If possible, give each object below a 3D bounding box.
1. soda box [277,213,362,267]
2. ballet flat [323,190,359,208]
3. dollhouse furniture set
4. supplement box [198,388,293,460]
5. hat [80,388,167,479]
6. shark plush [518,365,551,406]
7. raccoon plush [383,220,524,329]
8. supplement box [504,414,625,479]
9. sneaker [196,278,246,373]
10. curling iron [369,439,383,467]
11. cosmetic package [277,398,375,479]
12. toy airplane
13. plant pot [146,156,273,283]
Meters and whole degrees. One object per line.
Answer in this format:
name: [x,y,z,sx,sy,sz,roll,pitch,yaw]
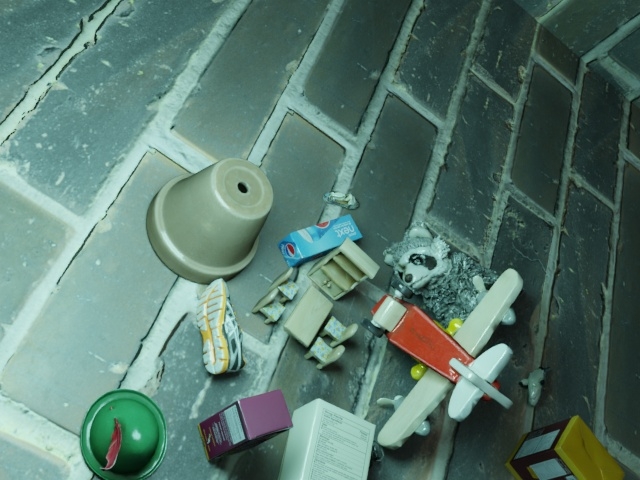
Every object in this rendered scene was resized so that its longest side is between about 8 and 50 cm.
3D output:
soda box: [0.000,0.000,1.946,0.210,0.067,0.071,-19,77,-41]
ballet flat: [0.063,-0.109,2.072,0.114,0.041,0.041,9,60,-32]
dollhouse furniture set: [0.008,0.132,1.813,0.212,0.161,0.242,42,48,-9]
supplement box: [-0.151,0.366,1.548,0.104,0.188,0.080,-7,69,-38]
hat: [-0.330,0.349,1.432,0.173,0.183,0.208,21,55,-26]
shark plush: [0.605,0.398,2.186,0.161,0.073,0.067,-40,112,-63]
raccoon plush: [0.352,0.097,2.122,0.299,0.216,0.446,50,17,17]
supplement box: [0.613,0.577,1.972,0.191,0.194,0.129,51,47,0]
sneaker: [-0.210,0.187,1.690,0.083,0.084,0.214,17,59,-44]
curling iron: [0.077,0.549,1.711,0.068,0.035,0.274,37,49,-13]
cosmetic package: [0.001,0.510,1.628,0.160,0.113,0.309,30,51,-19]
toy airplane: [0.301,0.272,1.802,0.272,0.386,0.384,40,42,-47]
plant pot: [-0.219,-0.062,1.717,0.263,0.229,0.263,17,58,-28]
